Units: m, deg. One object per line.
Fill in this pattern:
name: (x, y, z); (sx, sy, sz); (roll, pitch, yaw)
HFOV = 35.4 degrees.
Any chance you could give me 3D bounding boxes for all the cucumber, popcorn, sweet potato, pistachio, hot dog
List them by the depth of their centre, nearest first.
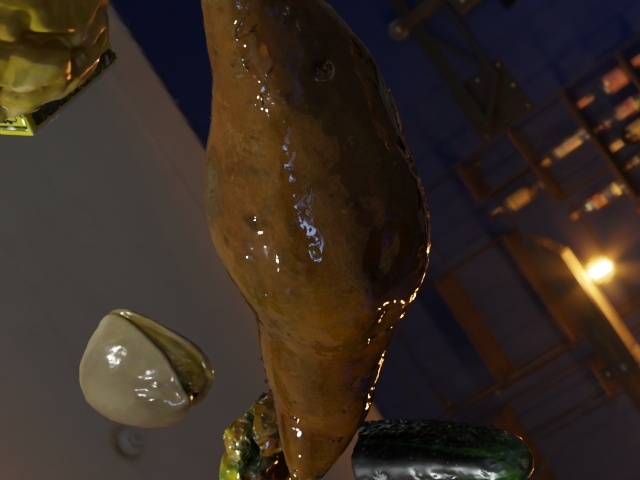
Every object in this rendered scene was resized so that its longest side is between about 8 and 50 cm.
sweet potato: (0.001, -0.005, 0.518); (0.112, 0.112, 0.359); (-96, -6, -53)
hot dog: (-0.025, 0.173, 0.941); (0.072, 0.115, 0.269); (38, -172, 12)
cucumber: (0.113, 0.210, 0.976); (0.074, 0.241, 0.074); (8, -104, -36)
pistachio: (-0.212, 0.151, 1.167); (0.117, 0.200, 0.145); (-37, -72, -30)
popcorn: (-0.431, -0.353, 1.235); (0.390, 0.354, 0.344); (44, -158, 2)

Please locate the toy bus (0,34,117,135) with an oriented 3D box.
toy bus: (-0.393, -0.240, 1.482); (0.226, 0.081, 0.074); (-57, -39, -45)
